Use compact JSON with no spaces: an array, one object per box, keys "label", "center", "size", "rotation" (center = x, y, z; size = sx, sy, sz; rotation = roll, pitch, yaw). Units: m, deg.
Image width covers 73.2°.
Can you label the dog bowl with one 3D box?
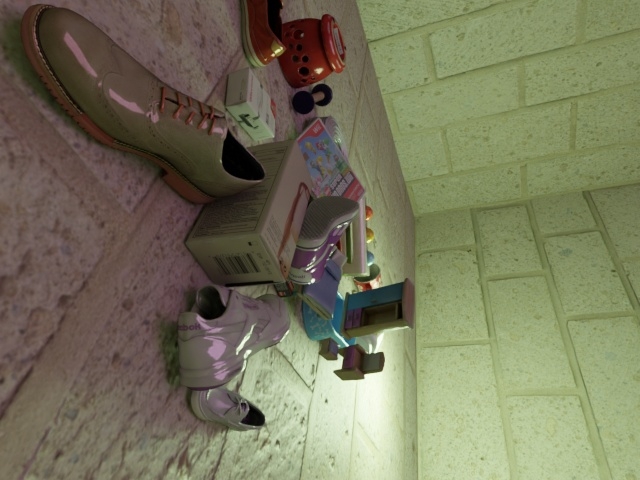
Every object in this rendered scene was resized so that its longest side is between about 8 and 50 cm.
[{"label":"dog bowl","center":[0.036,0.237,1.286],"size":[0.297,0.074,0.165],"rotation":[56,31,-51]}]

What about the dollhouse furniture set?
[{"label":"dollhouse furniture set","center":[0.078,0.142,1.075],"size":[0.303,0.198,0.286],"rotation":[49,36,-33]}]

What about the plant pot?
[{"label":"plant pot","center":[-0.024,-0.578,1.310],"size":[0.191,0.174,0.190],"rotation":[-8,90,-68]}]

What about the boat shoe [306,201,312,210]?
[{"label":"boat shoe","center":[-0.034,-0.075,1.244],"size":[0.152,0.056,0.049],"rotation":[-52,125,-64]}]

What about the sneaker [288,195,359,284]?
[{"label":"sneaker","center":[-0.001,0.000,1.014],"size":[0.282,0.102,0.160],"rotation":[-41,146,-51]}]

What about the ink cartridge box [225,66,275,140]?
[{"label":"ink cartridge box","center":[-0.158,-0.311,0.993],"size":[0.135,0.056,0.099],"rotation":[47,39,-59]}]

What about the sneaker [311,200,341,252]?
[{"label":"sneaker","center":[0.035,-0.031,1.379],"size":[0.128,0.087,0.221],"rotation":[-28,109,-68]}]

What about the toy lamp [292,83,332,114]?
[{"label":"toy lamp","center":[-0.015,-0.473,1.428],"size":[0.274,0.080,0.080],"rotation":[-60,138,-61]}]

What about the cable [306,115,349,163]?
[{"label":"cable","center":[0.027,-0.292,1.454],"size":[0.257,0.089,0.256],"rotation":[-47,126,-65]}]

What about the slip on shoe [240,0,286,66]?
[{"label":"slip on shoe","center":[-0.144,-0.607,1.092],"size":[0.123,0.102,0.330],"rotation":[15,66,-67]}]

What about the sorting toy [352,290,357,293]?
[{"label":"sorting toy","center":[0.140,0.239,1.665],"size":[0.062,0.012,0.083],"rotation":[29,55,-66]}]

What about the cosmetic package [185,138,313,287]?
[{"label":"cosmetic package","center":[-0.123,-0.060,0.852],"size":[0.296,0.153,0.129],"rotation":[-76,152,-44]}]

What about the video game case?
[{"label":"video game case","center":[0.019,-0.198,1.289],"size":[0.285,0.025,0.204],"rotation":[54,49,-22]}]

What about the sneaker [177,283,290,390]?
[{"label":"sneaker","center":[-0.141,0.133,0.767],"size":[0.305,0.114,0.152],"rotation":[-33,115,-69]}]

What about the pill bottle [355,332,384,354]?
[{"label":"pill bottle","center":[0.150,0.339,1.496],"size":[0.208,0.118,0.117],"rotation":[-28,109,-70]}]

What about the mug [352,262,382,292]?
[{"label":"mug","center":[0.188,0.196,1.697],"size":[0.150,0.113,0.169],"rotation":[-59,143,-40]}]

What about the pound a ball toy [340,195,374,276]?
[{"label":"pound a ball toy","center":[0.124,-0.034,1.518],"size":[0.208,0.136,0.318],"rotation":[31,57,-75]}]

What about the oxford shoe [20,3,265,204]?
[{"label":"oxford shoe","center":[-0.219,-0.187,0.634],"size":[0.397,0.147,0.140],"rotation":[41,45,-61]}]

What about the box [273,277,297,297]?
[{"label":"box","center":[-0.103,0.024,1.040],"size":[0.114,0.036,0.206],"rotation":[-70,146,-53]}]

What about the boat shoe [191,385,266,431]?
[{"label":"boat shoe","center":[-0.153,0.292,0.748],"size":[0.184,0.063,0.066],"rotation":[63,27,-43]}]
